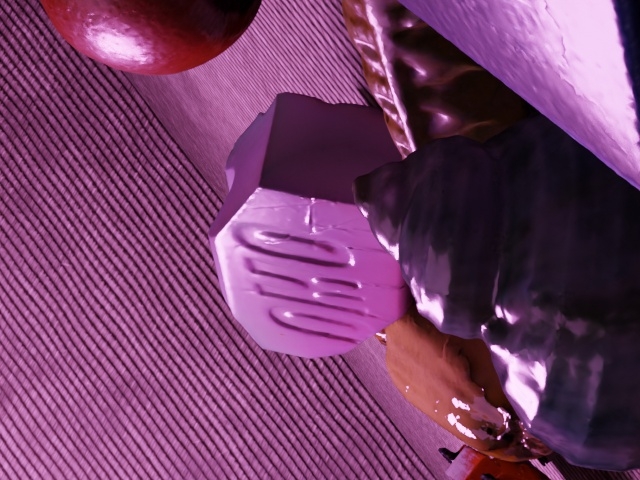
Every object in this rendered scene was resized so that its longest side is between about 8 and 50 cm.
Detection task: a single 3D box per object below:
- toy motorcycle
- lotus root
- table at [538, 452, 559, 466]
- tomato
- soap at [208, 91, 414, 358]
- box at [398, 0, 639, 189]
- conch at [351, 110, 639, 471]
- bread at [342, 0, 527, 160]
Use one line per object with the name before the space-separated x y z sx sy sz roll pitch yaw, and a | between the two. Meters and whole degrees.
toy motorcycle | 0.242 0.318 1.418 0.221 0.148 0.326 40 175 -4
lotus root | 0.146 0.112 1.185 0.303 0.131 0.146 -143 50 -59
table | 0.191 0.159 1.377 0.175 0.062 0.146 52 172 -1
tomato | -0.136 -0.241 1.041 0.184 0.208 0.208 13 146 41
soap | 0.000 0.000 1.154 0.193 0.109 0.324 11 152 8
box | 0.059 -0.189 0.467 0.261 0.116 0.279 46 171 40
conch | 0.146 0.023 0.721 0.277 0.195 0.220 23 -173 -9
bread | 0.076 -0.111 0.783 0.098 0.087 0.269 51 172 38
